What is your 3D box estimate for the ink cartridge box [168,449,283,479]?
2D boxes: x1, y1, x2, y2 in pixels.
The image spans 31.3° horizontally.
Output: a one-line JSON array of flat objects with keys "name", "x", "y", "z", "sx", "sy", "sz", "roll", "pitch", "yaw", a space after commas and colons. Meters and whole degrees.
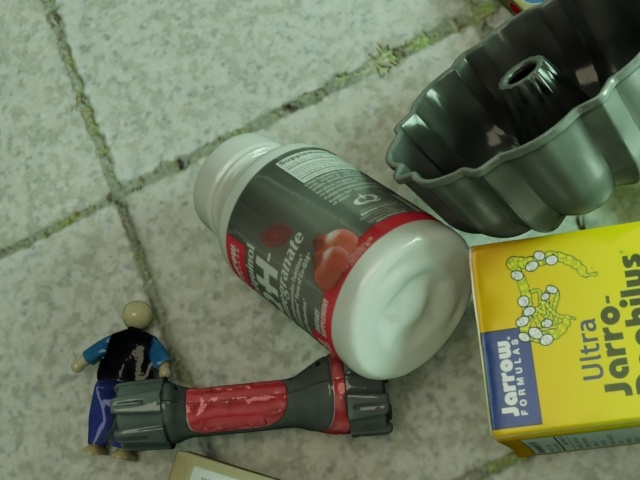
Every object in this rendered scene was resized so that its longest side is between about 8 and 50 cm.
[{"name": "ink cartridge box", "x": -0.069, "y": 0.352, "z": 1.235, "sx": 0.235, "sy": 0.088, "sz": 0.193, "roll": 12, "pitch": 77, "yaw": 18}]

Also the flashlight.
[{"name": "flashlight", "x": -0.075, "y": 0.177, "z": 1.256, "sx": 0.304, "sy": 0.103, "sz": 0.103, "roll": -5, "pitch": 107, "yaw": 2}]

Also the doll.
[{"name": "doll", "x": -0.238, "y": 0.162, "z": 1.360, "sx": 0.129, "sy": 0.046, "sz": 0.189, "roll": 7, "pitch": 77, "yaw": 17}]

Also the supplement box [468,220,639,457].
[{"name": "supplement box", "x": 0.345, "y": 0.093, "z": 1.133, "sx": 0.356, "sy": 0.194, "sz": 0.195, "roll": -9, "pitch": 72, "yaw": 13}]

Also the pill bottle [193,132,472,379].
[{"name": "pill bottle", "x": 0.000, "y": 0.000, "z": 1.241, "sx": 0.176, "sy": 0.176, "sz": 0.318, "roll": -52, "pitch": 48, "yaw": -3}]

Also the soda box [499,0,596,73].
[{"name": "soda box", "x": 0.274, "y": -0.263, "z": 1.330, "sx": 0.061, "sy": 0.058, "sz": 0.181, "roll": -39, "pitch": 67, "yaw": 2}]

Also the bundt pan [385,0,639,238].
[{"name": "bundt pan", "x": 0.234, "y": -0.125, "z": 1.157, "sx": 0.331, "sy": 0.331, "sz": 0.124, "roll": -39, "pitch": 112, "yaw": 2}]
